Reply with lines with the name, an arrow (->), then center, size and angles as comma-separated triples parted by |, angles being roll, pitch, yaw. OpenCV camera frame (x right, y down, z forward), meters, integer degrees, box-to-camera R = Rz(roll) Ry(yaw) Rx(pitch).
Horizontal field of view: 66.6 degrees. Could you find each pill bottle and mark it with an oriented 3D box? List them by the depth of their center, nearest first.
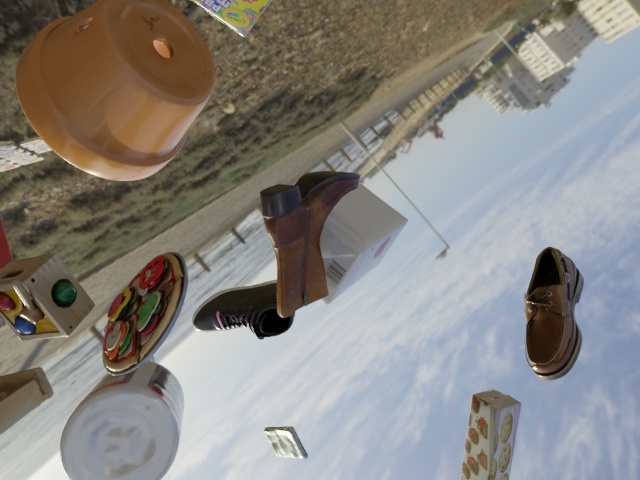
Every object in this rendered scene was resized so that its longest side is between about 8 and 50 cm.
pill bottle -> -0.343, 0.320, 0.896 | 0.176, 0.176, 0.318 | -42, -173, -12

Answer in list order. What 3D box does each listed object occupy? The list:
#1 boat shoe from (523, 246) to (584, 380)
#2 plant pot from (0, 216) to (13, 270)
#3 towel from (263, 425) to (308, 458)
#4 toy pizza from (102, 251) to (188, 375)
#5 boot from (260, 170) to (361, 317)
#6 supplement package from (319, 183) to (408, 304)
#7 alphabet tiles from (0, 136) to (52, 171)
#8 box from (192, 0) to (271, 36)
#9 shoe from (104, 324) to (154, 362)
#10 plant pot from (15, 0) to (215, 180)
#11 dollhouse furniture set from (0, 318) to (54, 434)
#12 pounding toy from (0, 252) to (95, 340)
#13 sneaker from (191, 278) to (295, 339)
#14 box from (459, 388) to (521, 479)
boat shoe -> 0.464, 0.139, 1.005 | 0.110, 0.104, 0.307 | -25, -157, 41
plant pot -> -1.054, 0.017, 1.413 | 0.235, 0.267, 0.267 | 9, -157, 35
towel -> -0.113, 0.638, 1.532 | 0.152, 0.113, 0.023 | -25, -177, 45
toy pizza -> -0.275, 0.102, 0.737 | 0.201, 0.032, 0.201 | -27, -136, 30
boot -> 0.000, 0.000, 1.062 | 0.096, 0.280, 0.264 | 10, -153, 41
supplement package -> 0.065, -0.002, 1.253 | 0.293, 0.175, 0.177 | -31, 155, -52
alphabet tiles -> -0.904, -0.236, 1.390 | 0.278, 0.021, 0.284 | -20, -174, -12
box -> -0.230, -0.608, 0.950 | 0.177, 0.290, 0.279 | -41, -135, 29
shoe -> -0.536, 0.297, 1.362 | 0.081, 0.178, 0.063 | -7, 134, -47
plant pot -> -0.316, -0.271, 0.819 | 0.203, 0.291, 0.291 | -22, -166, 37
dollhouse furniture set -> -0.699, 0.183, 0.854 | 0.362, 0.394, 0.256 | -15, -169, 15
pounding toy -> -0.434, 0.088, 0.740 | 0.141, 0.130, 0.100 | -9, -148, 24
sneaker -> -0.192, 0.188, 1.211 | 0.295, 0.105, 0.147 | -17, -157, 4
box -> 0.296, 0.433, 0.881 | 0.067, 0.324, 0.063 | 0, -170, -33
